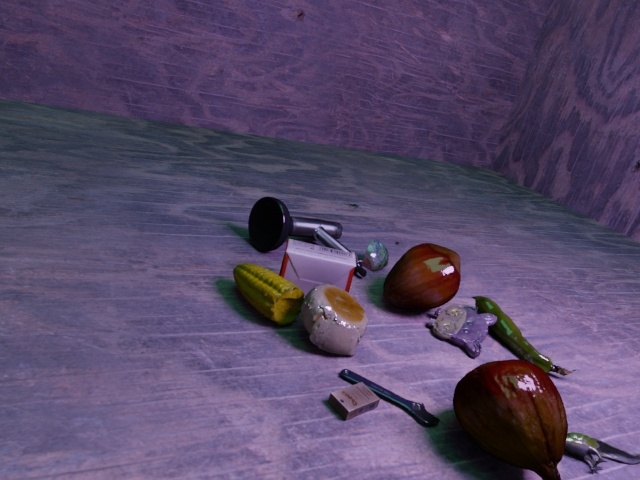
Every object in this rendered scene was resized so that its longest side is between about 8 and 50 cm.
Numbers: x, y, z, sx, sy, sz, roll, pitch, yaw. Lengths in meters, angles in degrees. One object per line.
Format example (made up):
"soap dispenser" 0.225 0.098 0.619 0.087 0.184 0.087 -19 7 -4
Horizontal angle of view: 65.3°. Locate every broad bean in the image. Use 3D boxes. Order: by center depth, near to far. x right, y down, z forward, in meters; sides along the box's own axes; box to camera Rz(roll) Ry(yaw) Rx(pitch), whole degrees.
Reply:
"broad bean" 0.496 0.241 1.280 0.098 0.056 0.318 5 29 -38

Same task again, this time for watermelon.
"watermelon" 0.159 0.045 1.513 0.072 0.092 0.084 -18 -5 31

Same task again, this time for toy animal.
"toy animal" 0.525 0.401 0.934 0.217 0.041 0.075 19 21 -2

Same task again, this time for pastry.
"pastry" 0.028 0.168 1.084 0.166 0.088 0.166 27 24 -13

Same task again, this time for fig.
"fig" 0.364 0.335 0.854 0.190 0.191 0.290 -10 50 -46

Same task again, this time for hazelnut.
"hazelnut" 0.264 0.094 1.304 0.181 0.181 0.212 14 3 6

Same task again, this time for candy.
"candy" -0.133 0.111 1.147 0.199 0.094 0.106 27 -10 38

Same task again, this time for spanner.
"spanner" 0.130 0.300 0.962 0.208 0.012 0.046 23 25 20

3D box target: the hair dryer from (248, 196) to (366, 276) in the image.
"hair dryer" -0.006 -0.015 1.457 0.320 0.156 0.284 7 11 -38

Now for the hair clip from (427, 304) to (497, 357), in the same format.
"hair clip" 0.356 0.211 1.261 0.146 0.056 0.187 18 24 27

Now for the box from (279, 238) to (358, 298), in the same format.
"box" -0.010 0.082 1.237 0.182 0.133 0.099 11 23 -4

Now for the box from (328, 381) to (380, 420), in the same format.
"box" 0.062 0.294 0.919 0.083 0.024 0.053 -6 30 -38
